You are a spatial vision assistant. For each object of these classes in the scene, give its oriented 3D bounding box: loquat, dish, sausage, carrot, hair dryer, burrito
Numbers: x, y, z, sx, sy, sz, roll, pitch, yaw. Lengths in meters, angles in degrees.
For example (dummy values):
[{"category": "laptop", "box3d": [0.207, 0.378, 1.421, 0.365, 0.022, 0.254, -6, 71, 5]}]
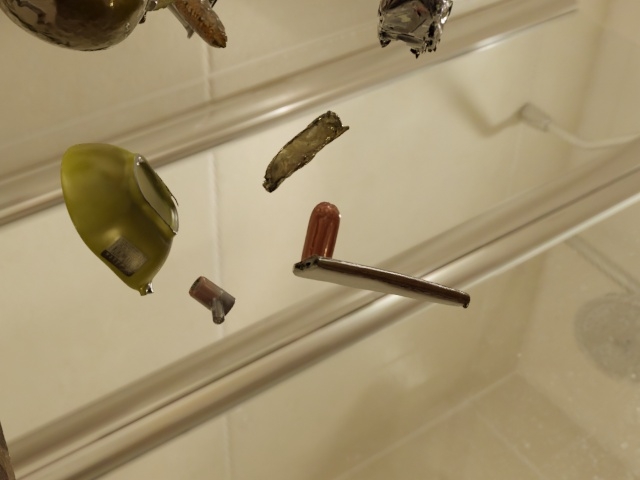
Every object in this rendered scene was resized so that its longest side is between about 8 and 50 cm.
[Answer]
[{"category": "loquat", "box3d": [-0.245, -0.263, 0.894, 0.195, 0.152, 0.152, 26, -25, -13]}, {"category": "dish", "box3d": [-0.307, -0.051, 1.555, 0.221, 0.108, 0.262, -99, 162, -50]}, {"category": "sausage", "box3d": [0.000, 0.000, 1.846, 0.062, 0.062, 0.154, 35, -60, 45]}, {"category": "carrot", "box3d": [-0.230, -0.420, 1.628, 0.314, 0.066, 0.066, 52, -30, 36]}, {"category": "hair dryer", "box3d": [-0.154, 0.095, 1.369, 0.063, 0.037, 0.114, 37, 8, -19]}, {"category": "burrito", "box3d": [-0.042, -0.190, 2.038, 0.058, 0.229, 0.063, 58, 13, 29]}]

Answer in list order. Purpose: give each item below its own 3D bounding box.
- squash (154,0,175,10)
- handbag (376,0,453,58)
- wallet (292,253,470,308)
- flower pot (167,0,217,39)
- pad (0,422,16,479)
[{"category": "squash", "box3d": [-0.276, -0.445, 1.364, 0.224, 0.094, 0.094, 60, -28, 13]}, {"category": "handbag", "box3d": [0.149, -0.379, 1.427, 0.260, 0.113, 0.162, 72, 30, -82]}, {"category": "wallet", "box3d": [0.086, 0.062, 1.441, 0.137, 0.255, 0.031, 172, -70, -69]}, {"category": "flower pot", "box3d": [-0.280, -0.578, 2.077, 0.148, 0.235, 0.235, 33, -25, -13]}, {"category": "pad", "box3d": [-0.572, 0.258, 1.423, 0.220, 0.004, 0.330, 65, 7, 24]}]
